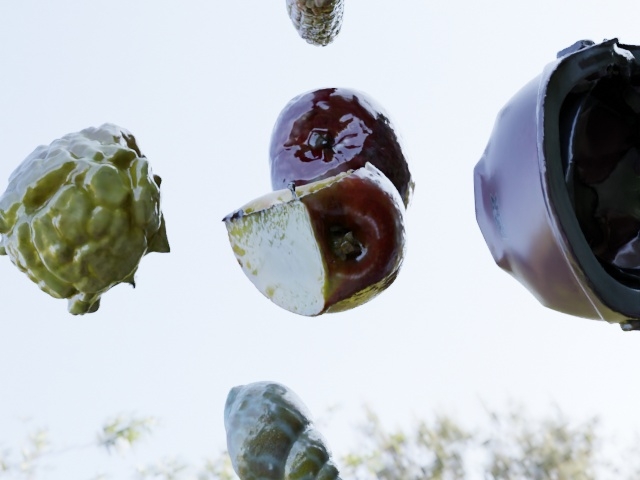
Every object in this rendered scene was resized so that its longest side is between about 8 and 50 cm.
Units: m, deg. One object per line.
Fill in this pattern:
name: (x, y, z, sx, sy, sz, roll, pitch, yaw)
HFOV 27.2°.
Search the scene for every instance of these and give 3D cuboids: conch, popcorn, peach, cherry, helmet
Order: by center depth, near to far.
helmet: (0.258, -0.045, 1.250, 0.338, 0.271, 0.197, -15, -1, -39)
conch: (-0.049, 0.220, 1.482, 0.106, 0.173, 0.116, -36, -56, 22)
peach: (0.003, 0.006, 1.493, 0.159, 0.154, 0.267, -19, 2, -29)
popcorn: (-0.291, -0.023, 1.677, 0.249, 0.249, 0.225, -32, -74, 4)
cherry: (0.031, -0.091, 1.865, 0.203, 0.230, 0.300, -21, -29, 1)

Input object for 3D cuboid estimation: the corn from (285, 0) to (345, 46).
corn: (-0.006, -0.334, 1.882, 0.086, 0.086, 0.253, -28, -6, -1)
